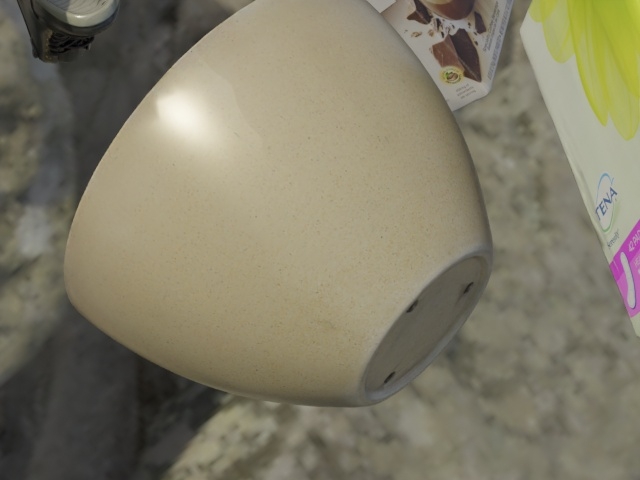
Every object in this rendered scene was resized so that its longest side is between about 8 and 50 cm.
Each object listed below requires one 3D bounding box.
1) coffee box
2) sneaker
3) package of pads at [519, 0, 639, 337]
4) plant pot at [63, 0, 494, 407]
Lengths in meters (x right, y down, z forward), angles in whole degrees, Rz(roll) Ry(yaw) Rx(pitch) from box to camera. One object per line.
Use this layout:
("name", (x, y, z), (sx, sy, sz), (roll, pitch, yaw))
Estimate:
("coffee box", (0.053, -0.277, 1.929), (0.297, 0.119, 0.168), (44, 41, -26))
("sneaker", (-0.234, -0.213, 1.831), (0.222, 0.083, 0.118), (46, -26, 56))
("package of pads", (0.252, -0.095, 1.379), (0.101, 0.229, 0.296), (-13, 69, -14))
("plant pot", (0.000, 0.000, 1.254), (0.191, 0.284, 0.284), (41, 28, 21))
